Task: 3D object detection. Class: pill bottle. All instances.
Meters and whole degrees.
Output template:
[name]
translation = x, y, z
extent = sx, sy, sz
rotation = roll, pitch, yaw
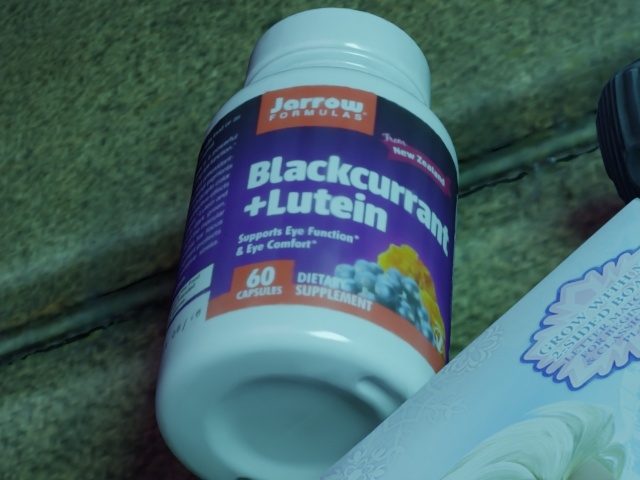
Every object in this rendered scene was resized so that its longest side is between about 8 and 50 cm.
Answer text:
[pill bottle]
translation = 0.000, 0.000, 0.777
extent = 0.108, 0.108, 0.193
rotation = -15, 43, 21

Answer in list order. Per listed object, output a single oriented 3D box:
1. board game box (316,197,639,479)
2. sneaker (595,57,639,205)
[board game box]
translation = 0.069, 0.145, 0.554
extent = 0.318, 0.066, 0.318
rotation = -41, 25, -8
[sneaker]
translation = 0.252, -0.031, 0.665
extent = 0.319, 0.112, 0.131
rotation = 13, 41, 38
